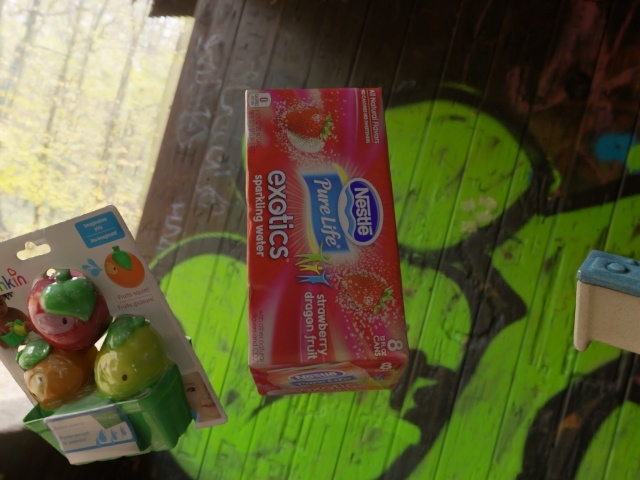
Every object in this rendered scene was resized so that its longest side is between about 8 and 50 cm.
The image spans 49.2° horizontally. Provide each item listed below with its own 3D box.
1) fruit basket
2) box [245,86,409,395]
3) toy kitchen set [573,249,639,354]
[{"bbox_3d":[-0.338,0.150,0.984,0.327,0.353,0.165,-15,27,21],"label":"fruit basket"},{"bbox_3d":[0.000,0.000,0.627,0.128,0.257,0.122,-2,-23,-2],"label":"box"},{"bbox_3d":[0.302,0.010,0.521,0.166,0.122,0.207,17,28,29],"label":"toy kitchen set"}]
